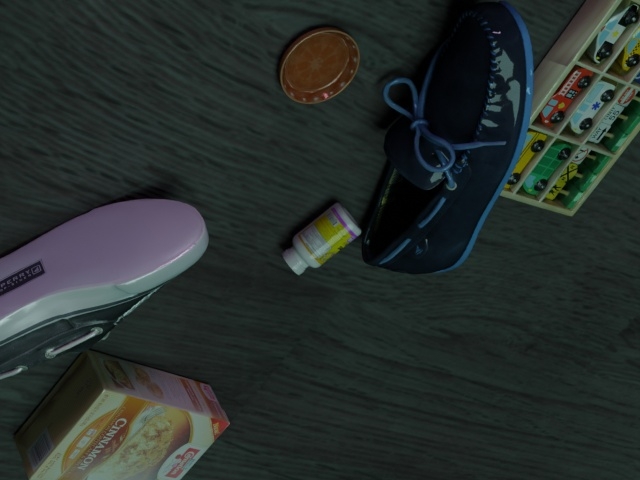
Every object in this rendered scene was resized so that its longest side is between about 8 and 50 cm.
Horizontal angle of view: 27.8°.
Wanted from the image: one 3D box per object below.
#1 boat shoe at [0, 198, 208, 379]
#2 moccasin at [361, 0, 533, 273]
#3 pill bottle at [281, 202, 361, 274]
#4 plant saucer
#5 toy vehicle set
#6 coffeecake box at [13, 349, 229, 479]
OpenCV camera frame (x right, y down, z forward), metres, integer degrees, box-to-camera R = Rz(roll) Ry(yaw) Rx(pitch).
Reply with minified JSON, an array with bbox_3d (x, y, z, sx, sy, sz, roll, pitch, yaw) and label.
[{"bbox_3d":[-0.242,0.060,1.250,0.301,0.108,0.102,-26,138,-4],"label":"boat shoe"},{"bbox_3d":[0.123,-0.082,1.316,0.117,0.137,0.342,-6,132,-21],"label":"moccasin"},{"bbox_3d":[0.000,0.000,1.387,0.083,0.043,0.043,-38,138,7],"label":"pill bottle"},{"bbox_3d":[-0.002,-0.169,1.246,0.083,0.013,0.083,-17,136,-17],"label":"plant saucer"},{"bbox_3d":[0.295,-0.152,1.429,0.166,0.035,0.267,12,122,-39],"label":"toy vehicle set"},{"bbox_3d":[-0.219,0.211,1.437,0.185,0.068,0.142,23,114,-44],"label":"coffeecake box"}]
